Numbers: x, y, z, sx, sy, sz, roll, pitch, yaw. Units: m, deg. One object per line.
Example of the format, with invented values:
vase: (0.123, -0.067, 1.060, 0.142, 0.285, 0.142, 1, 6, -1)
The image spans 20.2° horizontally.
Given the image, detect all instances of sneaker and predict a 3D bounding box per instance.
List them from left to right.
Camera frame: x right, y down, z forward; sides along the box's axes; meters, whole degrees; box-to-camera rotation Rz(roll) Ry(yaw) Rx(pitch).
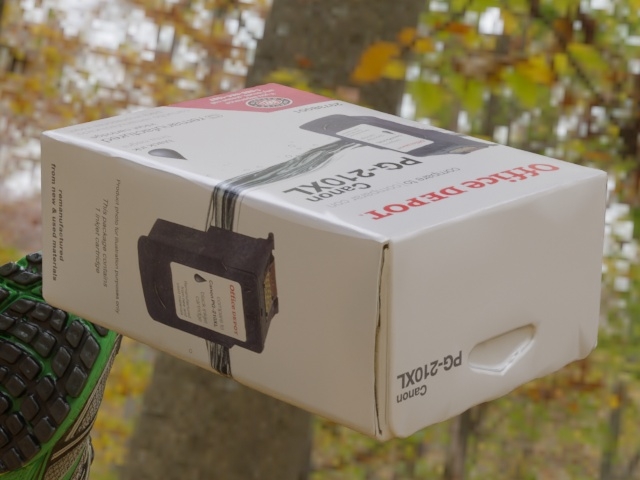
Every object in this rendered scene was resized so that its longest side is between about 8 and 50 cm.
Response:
sneaker: (-0.240, 0.142, 1.439, 0.134, 0.343, 0.146, 40, 27, 20)

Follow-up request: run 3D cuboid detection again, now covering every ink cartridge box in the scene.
ink cartridge box: (0.000, 0.000, 0.896, 0.237, 0.100, 0.172, 18, 25, 40)
